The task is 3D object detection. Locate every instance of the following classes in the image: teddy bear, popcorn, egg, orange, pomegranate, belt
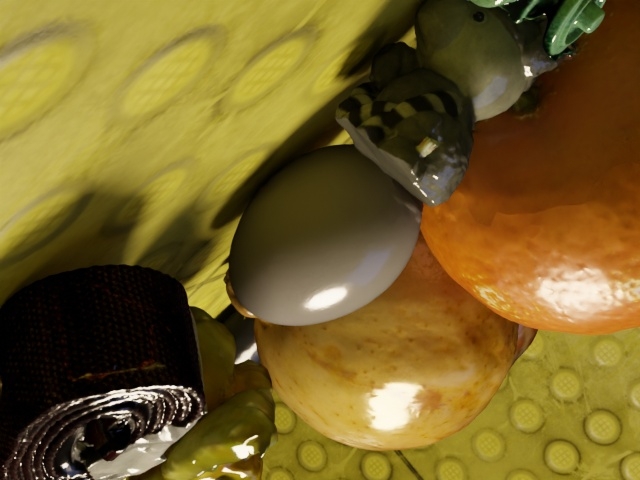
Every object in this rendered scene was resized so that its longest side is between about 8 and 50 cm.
[{"bbox_3d":[0.115,-0.162,1.109,0.251,0.144,0.171,-53,-150,-15],"label":"teddy bear"},{"bbox_3d":[-0.187,0.230,1.250,0.321,0.290,0.325,95,14,-63],"label":"popcorn"},{"bbox_3d":[0.000,0.000,1.236,0.232,0.176,0.176,-44,171,18],"label":"egg"},{"bbox_3d":[0.296,-0.106,1.267,0.424,0.424,0.326,-42,136,14],"label":"orange"},{"bbox_3d":[0.062,0.094,1.529,0.410,0.410,0.410,-39,172,-7],"label":"pomegranate"},{"bbox_3d":[-0.214,0.125,1.026,0.184,0.164,0.289,-4,151,-29],"label":"belt"}]

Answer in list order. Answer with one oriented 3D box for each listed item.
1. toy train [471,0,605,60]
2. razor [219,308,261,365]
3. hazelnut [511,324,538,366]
[{"bbox_3d":[0.256,-0.296,0.957,0.369,0.150,0.237,-32,160,-45],"label":"toy train"},{"bbox_3d":[-0.149,0.190,1.839,0.327,0.107,0.189,-41,171,11],"label":"razor"},{"bbox_3d":[0.190,0.075,1.898,0.359,0.359,0.409,-35,174,-31],"label":"hazelnut"}]
